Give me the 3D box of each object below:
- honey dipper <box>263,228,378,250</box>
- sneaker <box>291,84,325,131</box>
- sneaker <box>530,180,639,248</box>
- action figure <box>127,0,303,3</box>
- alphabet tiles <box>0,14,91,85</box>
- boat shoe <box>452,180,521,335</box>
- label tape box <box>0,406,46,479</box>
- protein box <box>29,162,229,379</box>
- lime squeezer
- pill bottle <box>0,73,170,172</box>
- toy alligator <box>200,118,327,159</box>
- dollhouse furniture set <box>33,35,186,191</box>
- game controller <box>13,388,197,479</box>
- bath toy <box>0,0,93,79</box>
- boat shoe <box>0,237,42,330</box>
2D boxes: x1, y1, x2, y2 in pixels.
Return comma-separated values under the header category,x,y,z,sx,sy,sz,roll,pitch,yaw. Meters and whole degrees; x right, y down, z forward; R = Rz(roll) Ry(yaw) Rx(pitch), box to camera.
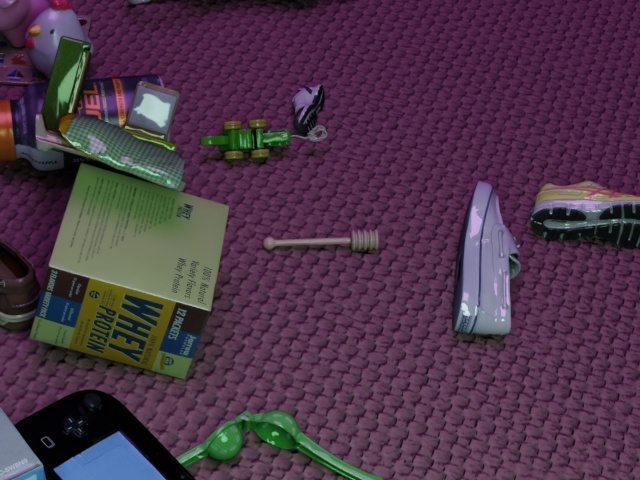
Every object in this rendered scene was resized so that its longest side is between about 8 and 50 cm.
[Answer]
category,x,y,z,sx,sy,sz,roll,pitch,yaw
honey dipper,0.000,0.000,1.982,0.160,0.030,0.030,-1,43,-5
sneaker,-0.026,-0.202,2.200,0.044,0.040,0.109,1,36,18
sneaker,0.407,-0.050,2.052,0.208,0.081,0.094,6,40,0
action figure,-0.104,-0.483,2.382,0.370,0.248,0.276,22,74,-19
alphabet tiles,-0.495,-0.309,2.274,0.237,0.009,0.198,3,42,-4
boat shoe,0.232,0.028,1.946,0.084,0.095,0.258,11,53,-1
label tape box,-0.409,0.224,1.527,0.106,0.240,0.333,-25,50,-28
protein box,-0.238,0.038,1.801,0.201,0.136,0.200,16,41,-9
lime squeezer,-0.086,0.256,1.684,0.310,0.059,0.110,-2,73,-11
pill bottle,-0.346,-0.166,2.045,0.245,0.130,0.130,-6,44,-13
toy alligator,-0.087,-0.152,2.125,0.189,0.056,0.051,-5,3,-12
dollhouse furniture set,-0.260,-0.168,1.842,0.197,0.151,0.301,16,2,-11
game controller,-0.202,0.295,1.551,0.319,0.067,0.166,42,32,19
bath toy,-0.498,-0.381,2.251,0.151,0.129,0.348,-31,54,-34
boat shoe,-0.454,0.010,1.862,0.257,0.095,0.095,31,47,25
